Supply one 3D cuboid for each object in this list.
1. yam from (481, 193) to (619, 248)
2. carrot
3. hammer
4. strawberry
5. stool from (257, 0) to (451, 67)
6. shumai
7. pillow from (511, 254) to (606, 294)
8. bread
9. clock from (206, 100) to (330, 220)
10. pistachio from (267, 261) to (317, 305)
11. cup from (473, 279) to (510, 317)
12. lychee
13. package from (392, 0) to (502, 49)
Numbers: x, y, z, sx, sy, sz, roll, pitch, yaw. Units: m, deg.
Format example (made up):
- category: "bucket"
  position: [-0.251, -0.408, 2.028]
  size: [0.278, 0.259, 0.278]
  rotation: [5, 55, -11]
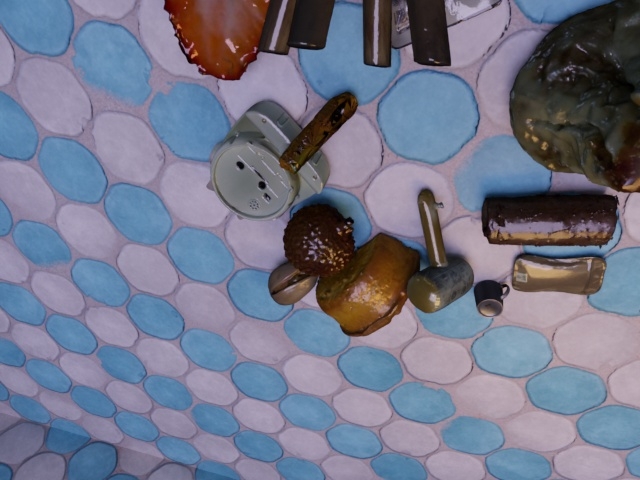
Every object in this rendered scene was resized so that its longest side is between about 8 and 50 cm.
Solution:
- category: "yam"
  position: [0.525, -0.044, 1.076]
  size: [0.279, 0.131, 0.131]
  rotation: [0, 123, 16]
- category: "carrot"
  position: [-0.005, -0.246, 1.050]
  size: [0.069, 0.069, 0.229]
  rotation: [44, 84, -15]
- category: "hammer"
  position: [0.295, 0.018, 1.179]
  size: [0.113, 0.201, 0.306]
  rotation: [1, 106, 47]
- category: "strawberry"
  position: [-0.193, -0.509, 0.956]
  size: [0.264, 0.149, 0.336]
  rotation: [16, 137, -4]
- category: "stool"
  position: [0.046, -0.414, 0.752]
  size: [0.310, 0.310, 0.226]
  rotation: [0, 108, -19]
- category: "shumai"
  position: [0.556, -0.234, 0.815]
  size: [0.397, 0.323, 0.324]
  rotation: [-22, 117, 26]
- category: "pillow"
  position: [0.615, 0.093, 1.198]
  size: [0.217, 0.033, 0.130]
  rotation: [-1, 126, 16]
- category: "bread"
  position: [0.122, 0.146, 1.282]
  size: [0.194, 0.179, 0.340]
  rotation: [42, 124, -13]
- category: "clock"
  position: [-0.158, -0.169, 1.188]
  size: [0.324, 0.109, 0.265]
  rotation: [-35, 110, 32]
- category: "pistachio"
  position: [-0.086, 0.124, 1.369]
  size: [0.184, 0.124, 0.124]
  rotation: [-31, 111, 24]
- category: "cup"
  position: [0.469, 0.156, 1.254]
  size: [0.078, 0.077, 0.100]
  rotation: [43, 123, -15]
- category: "lychee"
  position: [0.000, 0.000, 1.211]
  size: [0.200, 0.200, 0.238]
  rotation: [46, 135, -17]
- category: "package"
  position: [0.221, -0.493, 0.903]
  size: [0.231, 0.040, 0.166]
  rotation: [-19, 106, 21]
